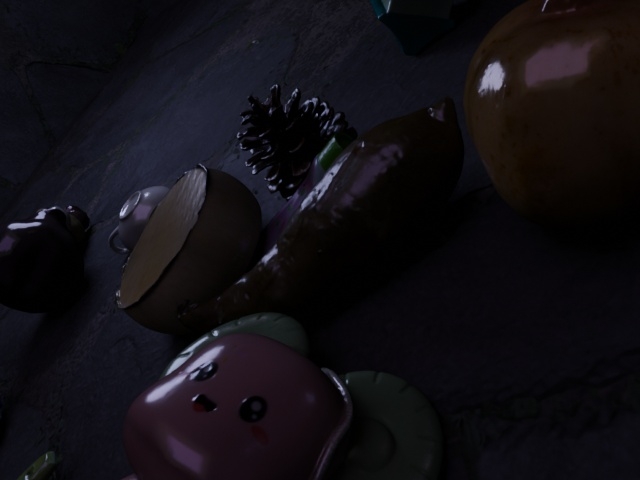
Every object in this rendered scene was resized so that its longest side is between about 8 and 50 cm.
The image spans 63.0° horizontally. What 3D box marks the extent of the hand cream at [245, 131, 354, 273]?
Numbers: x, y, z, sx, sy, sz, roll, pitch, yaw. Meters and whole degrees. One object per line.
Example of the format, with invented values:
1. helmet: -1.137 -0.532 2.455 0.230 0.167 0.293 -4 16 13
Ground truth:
1. hand cream: -0.042 -0.028 0.703 0.275 0.050 0.079 -48 3 32

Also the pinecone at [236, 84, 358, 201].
1. pinecone: -0.044 -0.147 0.761 0.163 0.165 0.162 -32 39 31

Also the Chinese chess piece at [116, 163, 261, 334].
1. Chinese chess piece: -0.197 0.013 0.781 0.257 0.104 0.257 -38 34 31

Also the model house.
1. model house: 0.151 -0.385 0.838 0.127 0.148 0.100 3 39 -8

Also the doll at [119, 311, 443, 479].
1. doll: -0.059 0.192 0.457 0.284 0.216 0.268 25 49 37

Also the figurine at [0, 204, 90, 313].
1. figurine: -0.643 0.005 1.198 0.218 0.206 0.365 -34 35 3

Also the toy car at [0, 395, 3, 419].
1. toy car: -0.712 0.363 0.952 0.172 0.158 0.235 16 67 53

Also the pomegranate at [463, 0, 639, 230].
1. pomegranate: 0.216 -0.112 0.436 0.207 0.207 0.207 -28 39 25

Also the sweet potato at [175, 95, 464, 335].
1. sweet potato: 0.002 0.005 0.604 0.423 0.130 0.130 -41 35 17

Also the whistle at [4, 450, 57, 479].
1. whistle: -0.450 0.388 0.718 0.227 0.085 0.105 -49 29 -6

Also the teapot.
1. teapot: -0.353 -0.041 1.049 0.226 0.092 0.145 -31 36 25
